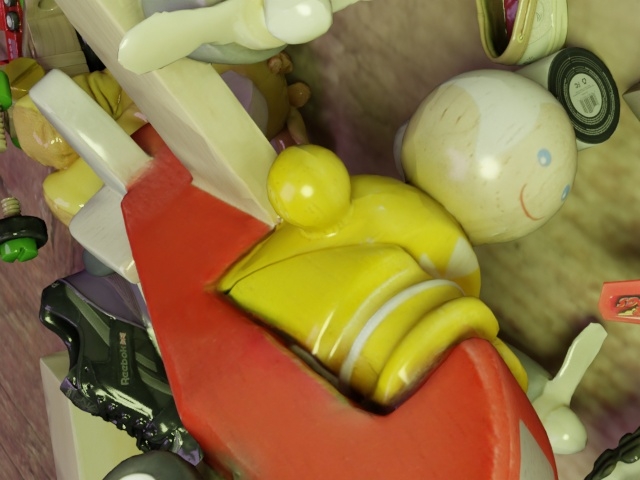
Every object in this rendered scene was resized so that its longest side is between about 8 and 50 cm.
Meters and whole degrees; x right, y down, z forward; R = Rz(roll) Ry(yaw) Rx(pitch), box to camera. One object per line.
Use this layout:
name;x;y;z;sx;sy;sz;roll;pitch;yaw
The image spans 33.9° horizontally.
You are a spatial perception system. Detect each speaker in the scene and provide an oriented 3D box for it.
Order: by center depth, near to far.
speaker;0.102;-0.064;0.603;0.136;0.055;0.055;-17;90;55

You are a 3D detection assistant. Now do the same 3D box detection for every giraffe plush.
giraffe plush;-0.096;-0.094;0.791;0.170;0.210;0.181;-6;141;41

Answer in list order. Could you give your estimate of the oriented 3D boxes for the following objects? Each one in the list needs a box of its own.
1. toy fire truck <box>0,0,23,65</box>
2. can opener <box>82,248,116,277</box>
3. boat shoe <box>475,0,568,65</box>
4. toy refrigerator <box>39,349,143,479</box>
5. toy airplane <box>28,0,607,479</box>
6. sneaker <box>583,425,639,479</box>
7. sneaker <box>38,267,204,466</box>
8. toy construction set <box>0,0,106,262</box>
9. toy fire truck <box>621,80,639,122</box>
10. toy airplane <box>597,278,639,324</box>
toy fire truck;-0.339;-0.255;1.138;0.135;0.047;0.192;26;125;47
can opener;-0.130;0.023;0.924;0.283;0.095;0.076;2;106;61
boat shoe;0.103;-0.161;0.567;0.050;0.045;0.135;2;106;54
toy refrigerator;-0.241;0.258;1.189;0.102;0.094;0.269;27;125;54
toy airplane;0.000;0.000;0.546;0.384;0.272;0.386;56;-175;7
sneaker;0.248;0.117;0.459;0.118;0.107;0.279;45;139;-19
sneaker;-0.190;0.157;1.041;0.283;0.124;0.107;60;144;18
toy construction set;-0.291;-0.135;0.912;0.309;0.257;0.237;54;-158;-73
toy fire truck;0.179;-0.128;0.413;0.246;0.158;0.217;-35;76;44
toy airplane;0.196;0.012;0.465;0.151;0.151;0.028;-39;29;53
